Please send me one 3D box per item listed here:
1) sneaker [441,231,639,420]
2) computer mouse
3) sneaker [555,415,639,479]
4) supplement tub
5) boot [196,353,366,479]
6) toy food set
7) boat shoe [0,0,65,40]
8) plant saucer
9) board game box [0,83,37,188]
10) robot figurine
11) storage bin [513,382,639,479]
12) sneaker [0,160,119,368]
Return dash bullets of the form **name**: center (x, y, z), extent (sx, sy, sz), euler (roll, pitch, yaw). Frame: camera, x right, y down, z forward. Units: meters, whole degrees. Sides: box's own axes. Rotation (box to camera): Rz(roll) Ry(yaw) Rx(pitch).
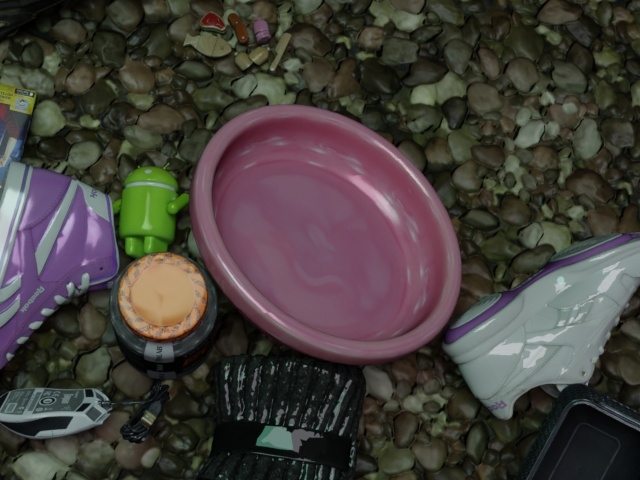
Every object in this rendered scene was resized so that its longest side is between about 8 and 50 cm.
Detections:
- **sneaker**: center (0.294, 0.096, 1.412), extent (0.305, 0.114, 0.152), euler (-30, 93, -9)
- **computer mouse**: center (-0.268, 0.194, 1.330), extent (0.193, 0.106, 0.042), euler (-1, 113, 4)
- **sneaker**: center (0.340, 0.248, 1.384), extent (0.152, 0.058, 0.085), euler (1, 65, -13)
- **supplement tub**: center (-0.170, 0.081, 1.307), extent (0.117, 0.190, 0.117), euler (1, 75, -5)
- **boot**: center (-0.120, 0.252, 1.293), extent (0.347, 0.131, 0.260), euler (2, 80, -15)
- **toy food set**: center (-0.102, -0.251, 1.500), extent (0.122, 0.019, 0.078), euler (22, 73, 8)
- **boat shoe**: center (-0.406, -0.308, 1.427), extent (0.355, 0.130, 0.132), euler (-13, 73, -4)
- **plant saucer**: center (0.000, 0.000, 1.351), extent (0.332, 0.084, 0.332), euler (17, 50, -22)
- **board game box**: center (-0.445, -0.096, 1.396), extent (0.194, 0.060, 0.194), euler (12, 75, -4)
- **robot figurine**: center (-0.200, -0.035, 1.401), extent (0.101, 0.067, 0.115), euler (-4, 73, 24)
- **storage bin**: center (0.290, 0.264, 1.324), extent (0.122, 0.084, 0.180), euler (27, 98, 5)
- **sneaker**: center (-0.309, 0.067, 1.336), extent (0.161, 0.102, 0.282), euler (18, 91, -19)
